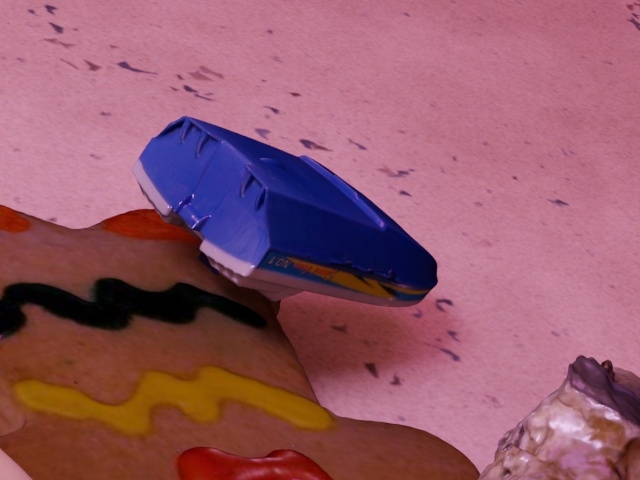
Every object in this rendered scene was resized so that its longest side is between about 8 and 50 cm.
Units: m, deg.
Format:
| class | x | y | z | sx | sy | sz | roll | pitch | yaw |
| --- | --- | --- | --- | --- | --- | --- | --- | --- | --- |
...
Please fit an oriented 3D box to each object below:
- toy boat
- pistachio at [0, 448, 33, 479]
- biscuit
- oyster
| class | x | y | z | sx | sy | sz | roll | pitch | yaw |
| --- | --- | --- | --- | --- | --- | --- | --- | --- | --- |
| toy boat | 0.000 | 0.000 | 1.337 | 0.129 | 0.088 | 0.295 | 42 | 14 | 31 |
| pistachio | -0.191 | 0.190 | 0.870 | 0.318 | 0.214 | 0.193 | 31 | -15 | 4 |
| biscuit | -0.096 | 0.088 | 1.234 | 0.368 | 0.076 | 0.394 | 3 | 32 | -30 |
| oyster | 0.185 | 0.144 | 1.261 | 0.166 | 0.110 | 0.341 | 58 | 22 | 21 |
